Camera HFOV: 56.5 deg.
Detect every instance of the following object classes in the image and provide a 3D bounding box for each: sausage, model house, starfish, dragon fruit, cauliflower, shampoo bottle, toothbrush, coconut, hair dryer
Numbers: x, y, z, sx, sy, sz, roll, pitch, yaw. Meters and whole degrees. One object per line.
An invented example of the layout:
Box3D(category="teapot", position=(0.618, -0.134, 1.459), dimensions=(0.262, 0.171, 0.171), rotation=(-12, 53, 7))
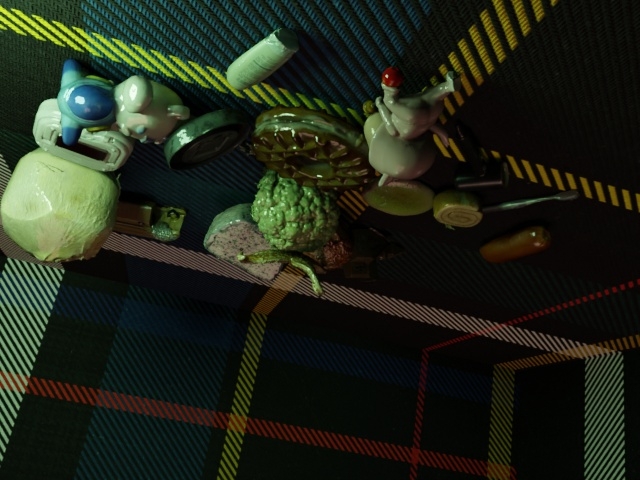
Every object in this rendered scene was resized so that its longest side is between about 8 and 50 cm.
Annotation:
Box3D(category="sausage", position=(0.611, 0.019, 1.888), dimensions=(0.089, 0.084, 0.300), rotation=(4, 164, -20))
Box3D(category="model house", position=(0.196, 0.055, 2.111), dimensions=(0.248, 0.176, 0.181), rotation=(1, 164, -24))
Box3D(category="starfish", position=(-0.094, 0.072, 1.788), dimensions=(0.375, 0.095, 0.327), rotation=(13, -173, -37))
Box3D(category="dragon fruit", position=(-0.224, -0.030, 2.015), dimensions=(0.282, 0.204, 0.221), rotation=(26, 126, -14))
Box3D(category="cauliflower", position=(-0.087, -0.102, 1.743), dimensions=(0.272, 0.275, 0.250), rotation=(-5, -156, -25))
Box3D(category="shampoo bottle", position=(-0.124, -0.373, 1.240), dimensions=(0.072, 0.049, 0.212), rotation=(27, 155, -31))
Box3D(category="toothbrush", position=(0.551, -0.100, 1.687), dimensions=(0.353, 0.024, 0.029), rotation=(-10, 160, 41))
Box3D(category="coconut", position=(-0.811, -0.095, 1.855), dimensions=(0.346, 0.361, 0.346), rotation=(9, 157, 4))
Box3D(category="hair dryer", position=(0.362, -0.206, 1.461), dimensions=(0.128, 0.070, 0.255), rotation=(-4, 148, 35))

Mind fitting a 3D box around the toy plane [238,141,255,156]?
Box3D(category="toy plane", position=(-0.184, -0.247, 1.625), dimensions=(0.083, 0.033, 0.080), rotation=(9, 171, 1))

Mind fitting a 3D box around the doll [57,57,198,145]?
Box3D(category="doll", position=(-0.479, -0.301, 1.399), dimensions=(0.365, 0.187, 0.376), rotation=(7, 160, 10))

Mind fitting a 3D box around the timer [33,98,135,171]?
Box3D(category="timer", position=(-0.664, -0.286, 1.667), dimensions=(0.261, 0.087, 0.237), rotation=(19, 157, -25))

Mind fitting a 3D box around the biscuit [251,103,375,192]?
Box3D(category="biscuit", position=(-0.016, -0.221, 1.478), dimensions=(0.331, 0.103, 0.332), rotation=(14, 164, 4))

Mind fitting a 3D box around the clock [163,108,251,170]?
Box3D(category="clock", position=(-0.280, -0.248, 1.471), dimensions=(0.226, 0.049, 0.226), rotation=(-28, 173, -4))

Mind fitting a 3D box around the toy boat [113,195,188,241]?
Box3D(category="toy boat", position=(-0.709, -0.094, 2.143), dimensions=(0.445, 0.136, 0.162), rotation=(10, 155, 2))

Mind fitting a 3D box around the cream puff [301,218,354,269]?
Box3D(category="cream puff", position=(0.000, 0.001, 1.968), dimensions=(0.240, 0.164, 0.240), rotation=(23, 148, 15))

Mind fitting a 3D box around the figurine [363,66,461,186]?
Box3D(category="figurine", position=(0.186, -0.260, 1.306), dimensions=(0.186, 0.176, 0.287), rotation=(46, 152, 24))

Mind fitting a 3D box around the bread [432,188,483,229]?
Box3D(category="bread", position=(0.394, -0.089, 1.693), dimensions=(0.149, 0.073, 0.122), rotation=(9, 149, -13))

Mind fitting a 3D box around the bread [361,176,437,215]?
Box3D(category="bread", position=(0.230, -0.125, 1.757), dimensions=(0.228, 0.034, 0.228), rotation=(9, 160, 3))
